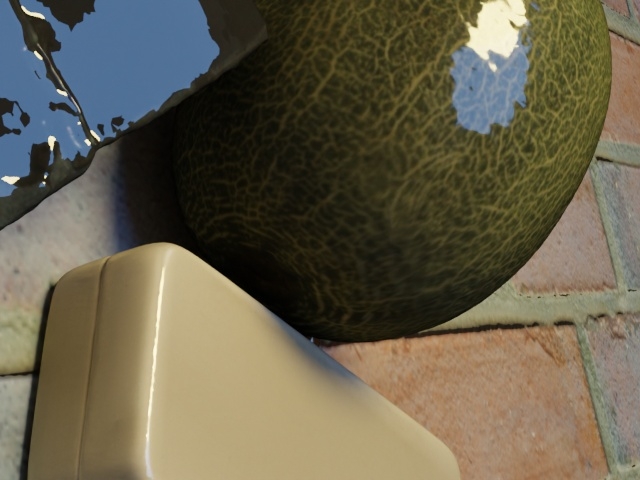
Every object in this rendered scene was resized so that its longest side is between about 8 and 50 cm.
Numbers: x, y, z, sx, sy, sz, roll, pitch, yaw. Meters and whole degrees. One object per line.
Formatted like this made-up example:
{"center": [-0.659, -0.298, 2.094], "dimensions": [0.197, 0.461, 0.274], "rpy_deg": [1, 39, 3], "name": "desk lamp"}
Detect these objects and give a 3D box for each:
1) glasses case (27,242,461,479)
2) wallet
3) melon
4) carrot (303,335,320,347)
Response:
{"center": [-0.024, 0.135, 0.810], "dimensions": [0.336, 0.076, 0.144], "rpy_deg": [42, 42, -46], "name": "glasses case"}
{"center": [-0.188, -0.218, 0.637], "dimensions": [0.228, 0.062, 0.406], "rpy_deg": [-41, 113, -35], "name": "wallet"}
{"center": [0.047, -0.084, 0.865], "dimensions": [0.301, 0.237, 0.237], "rpy_deg": [-52, 125, -29], "name": "melon"}
{"center": [0.000, 0.000, 0.970], "dimensions": [0.048, 0.048, 0.216], "rpy_deg": [46, 43, -42], "name": "carrot"}
